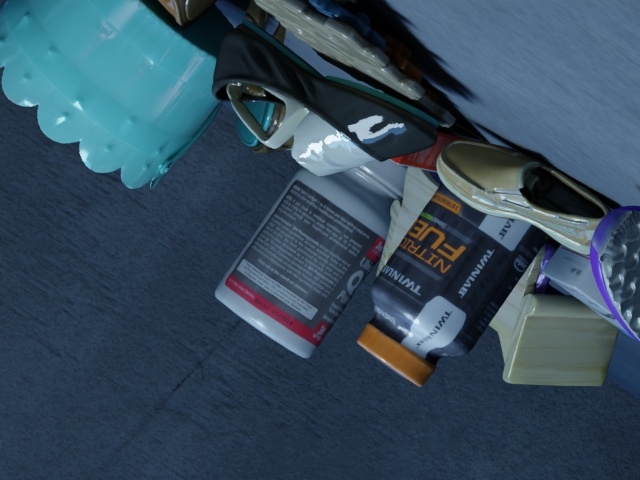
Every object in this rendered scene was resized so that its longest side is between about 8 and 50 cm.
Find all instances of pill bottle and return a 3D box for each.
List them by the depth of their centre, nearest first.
[{"bbox_3d":[0.142,0.035,1.825,0.130,0.245,0.130,34,178,1],"label":"pill bottle"},{"bbox_3d":[0.000,0.000,2.519,0.176,0.318,0.176,35,179,0],"label":"pill bottle"}]

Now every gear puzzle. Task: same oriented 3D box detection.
[{"bbox_3d":[0.046,-0.169,1.510,0.175,0.044,0.339,32,-179,29],"label":"gear puzzle"}]

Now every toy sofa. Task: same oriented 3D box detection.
[{"bbox_3d":[0.230,0.036,2.161,0.150,0.177,0.362,6,-163,-29],"label":"toy sofa"}]

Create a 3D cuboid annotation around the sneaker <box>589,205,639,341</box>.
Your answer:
[{"bbox_3d":[0.302,0.050,1.494,0.293,0.102,0.146,36,179,-38],"label":"sneaker"}]

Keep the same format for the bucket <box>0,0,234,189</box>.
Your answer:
[{"bbox_3d":[-0.226,-0.216,1.921,0.281,0.183,0.281,41,-164,-15],"label":"bucket"}]

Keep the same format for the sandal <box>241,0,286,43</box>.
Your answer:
[{"bbox_3d":[-0.061,-0.218,1.798,0.049,0.072,0.180,19,-179,-4],"label":"sandal"}]

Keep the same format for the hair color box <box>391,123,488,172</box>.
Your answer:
[{"bbox_3d":[0.098,-0.100,1.674,0.072,0.043,0.141,34,-166,31],"label":"hair color box"}]

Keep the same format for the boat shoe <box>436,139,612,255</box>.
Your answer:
[{"bbox_3d":[0.192,-0.054,1.590,0.190,0.068,0.072,24,163,21],"label":"boat shoe"}]

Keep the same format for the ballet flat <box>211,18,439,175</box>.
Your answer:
[{"bbox_3d":[-0.004,-0.116,1.574,0.095,0.096,0.280,29,-178,-46],"label":"ballet flat"}]

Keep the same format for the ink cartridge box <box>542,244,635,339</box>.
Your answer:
[{"bbox_3d":[0.321,0.049,1.909,0.180,0.060,0.104,35,179,-16],"label":"ink cartridge box"}]

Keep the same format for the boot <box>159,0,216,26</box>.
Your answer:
[{"bbox_3d":[-0.183,-0.307,1.777,0.152,0.073,0.197,42,-178,15],"label":"boot"}]

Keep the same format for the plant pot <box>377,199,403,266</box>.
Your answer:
[{"bbox_3d":[0.174,0.024,2.711,0.234,0.165,0.166,43,180,7],"label":"plant pot"}]

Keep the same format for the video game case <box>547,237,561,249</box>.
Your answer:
[{"bbox_3d":[0.284,-0.002,2.078,0.122,0.011,0.087,34,178,5],"label":"video game case"}]

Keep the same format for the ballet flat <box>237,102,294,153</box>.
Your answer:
[{"bbox_3d":[-0.037,-0.172,2.412,0.124,0.116,0.342,15,178,-11],"label":"ballet flat"}]
